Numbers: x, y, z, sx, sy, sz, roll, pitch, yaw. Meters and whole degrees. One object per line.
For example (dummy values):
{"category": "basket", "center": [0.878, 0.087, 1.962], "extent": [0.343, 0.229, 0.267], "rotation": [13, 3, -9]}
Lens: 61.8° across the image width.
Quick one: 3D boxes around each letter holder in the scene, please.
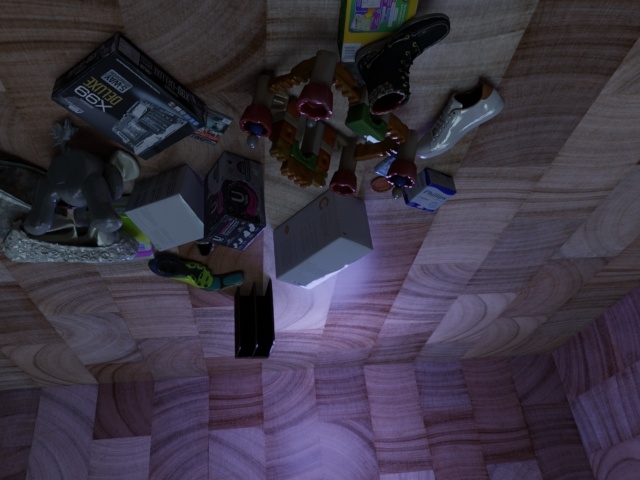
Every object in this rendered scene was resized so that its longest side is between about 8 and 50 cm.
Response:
{"category": "letter holder", "center": [-0.290, 0.337, 2.340], "extent": [0.151, 0.302, 0.214], "rotation": [3, 147, -15]}

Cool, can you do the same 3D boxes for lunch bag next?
{"category": "lunch bag", "center": [-0.952, -0.125, 1.603], "extent": [0.235, 0.169, 0.287], "rotation": [-28, 147, 28]}

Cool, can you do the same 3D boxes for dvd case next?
{"category": "dvd case", "center": [-0.319, -0.327, 1.548], "extent": [0.087, 0.013, 0.119], "rotation": [15, 143, -31]}

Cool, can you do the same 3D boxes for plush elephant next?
{"category": "plush elephant", "center": [-0.670, -0.156, 1.551], "extent": [0.271, 0.331, 0.255], "rotation": [-9, 171, 6]}

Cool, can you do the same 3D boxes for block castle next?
{"category": "block castle", "center": [0.031, -0.267, 1.431], "extent": [0.302, 0.213, 0.453], "rotation": [-4, 156, 42]}

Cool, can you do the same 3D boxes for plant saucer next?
{"category": "plant saucer", "center": [0.216, -0.196, 1.859], "extent": [0.083, 0.013, 0.084], "rotation": [-5, 148, -3]}

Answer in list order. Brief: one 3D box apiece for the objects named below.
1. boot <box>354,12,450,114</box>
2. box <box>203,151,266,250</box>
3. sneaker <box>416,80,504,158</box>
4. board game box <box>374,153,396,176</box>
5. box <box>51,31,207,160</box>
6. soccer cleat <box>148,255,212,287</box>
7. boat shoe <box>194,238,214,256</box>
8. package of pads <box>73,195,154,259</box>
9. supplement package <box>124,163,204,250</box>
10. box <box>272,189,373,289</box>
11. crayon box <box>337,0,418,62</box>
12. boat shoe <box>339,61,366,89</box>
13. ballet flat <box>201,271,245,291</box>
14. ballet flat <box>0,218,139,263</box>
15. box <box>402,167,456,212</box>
{"category": "boot", "center": [0.198, -0.399, 1.220], "extent": [0.236, 0.179, 0.085], "rotation": [-20, 147, 22]}
{"category": "box", "center": [-0.271, -0.123, 1.661], "extent": [0.142, 0.248, 0.163], "rotation": [14, 142, -32]}
{"category": "sneaker", "center": [0.379, -0.360, 1.563], "extent": [0.290, 0.106, 0.123], "rotation": [-36, 129, 27]}
{"category": "board game box", "center": [0.241, -0.244, 1.781], "extent": [0.090, 0.020, 0.090], "rotation": [18, 142, -34]}
{"category": "box", "center": [-0.491, -0.361, 1.401], "extent": [0.242, 0.077, 0.307], "rotation": [-23, 145, 24]}
{"category": "soccer cleat", "center": [-0.565, 0.123, 2.176], "extent": [0.121, 0.094, 0.289], "rotation": [7, 168, 42]}
{"category": "boat shoe", "center": [-0.416, -0.030, 1.925], "extent": [0.095, 0.095, 0.258], "rotation": [-3, 148, -7]}
{"category": "package of pads", "center": [-0.708, -0.039, 1.852], "extent": [0.228, 0.101, 0.297], "rotation": [-2, 147, -11]}
{"category": "supplement package", "center": [-0.473, -0.102, 1.718], "extent": [0.203, 0.149, 0.194], "rotation": [-16, 134, 15]}
{"category": "box", "center": [0.000, 0.000, 1.942], "extent": [0.168, 0.215, 0.345], "rotation": [21, 139, -38]}
{"category": "crayon box", "center": [0.133, -0.544, 1.222], "extent": [0.165, 0.081, 0.279], "rotation": [-4, 148, -6]}
{"category": "boat shoe", "center": [0.118, -0.393, 1.461], "extent": [0.079, 0.081, 0.227], "rotation": [-23, 145, 24]}
{"category": "ballet flat", "center": [-0.419, 0.184, 2.297], "extent": [0.206, 0.073, 0.067], "rotation": [-6, 163, 6]}
{"category": "ballet flat", "center": [-0.741, -0.003, 1.639], "extent": [0.408, 0.147, 0.147], "rotation": [-2, 152, -41]}
{"category": "box", "center": [0.380, -0.174, 1.871], "extent": [0.126, 0.072, 0.137], "rotation": [13, 143, -29]}
